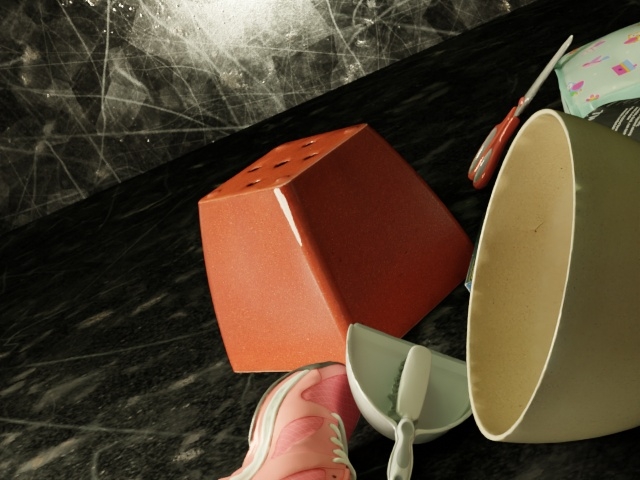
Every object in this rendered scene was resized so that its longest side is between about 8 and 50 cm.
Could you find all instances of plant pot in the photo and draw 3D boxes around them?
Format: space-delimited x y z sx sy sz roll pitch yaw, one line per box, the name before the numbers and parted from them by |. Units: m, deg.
plant pot | 0.256 0.044 1.006 0.191 0.284 0.284 10 14 -7
plant pot | 0.000 0.000 1.524 0.267 0.235 0.267 -7 24 48

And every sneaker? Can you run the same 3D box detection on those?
sneaker | -0.010 0.229 1.086 0.136 0.115 0.314 0 30 29

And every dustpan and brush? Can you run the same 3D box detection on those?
dustpan and brush | 0.083 0.164 1.120 0.060 0.147 0.211 113 175 -48

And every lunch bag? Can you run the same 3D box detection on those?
lunch bag | 0.459 -0.223 1.682 0.223 0.160 0.262 -21 10 14

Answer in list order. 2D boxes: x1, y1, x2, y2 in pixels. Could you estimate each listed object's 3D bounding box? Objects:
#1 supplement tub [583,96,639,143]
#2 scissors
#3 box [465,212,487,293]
supplement tub | 0.407 -0.058 1.152 0.194 0.193 0.316 -34 18 -29
scissors | 0.302 -0.204 1.800 0.109 0.021 0.297 -75 11 -62
box | 0.268 -0.011 1.450 0.159 0.044 0.233 -31 12 23
